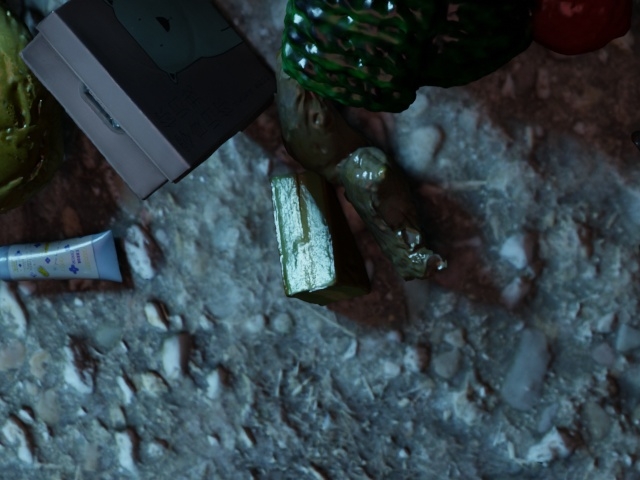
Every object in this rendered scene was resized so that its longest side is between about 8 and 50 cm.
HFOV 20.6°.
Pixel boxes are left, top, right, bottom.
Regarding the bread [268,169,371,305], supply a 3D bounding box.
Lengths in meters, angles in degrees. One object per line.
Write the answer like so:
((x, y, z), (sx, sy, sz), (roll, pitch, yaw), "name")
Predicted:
((-0.001, -0.005, 1.953), (0.074, 0.084, 0.139), (-17, 74, 25), "bread")

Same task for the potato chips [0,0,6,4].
((-0.398, -0.222, 1.995), (0.037, 0.026, 0.204), (37, 119, 4), "potato chips")

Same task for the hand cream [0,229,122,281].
((-0.316, 0.024, 2.057), (0.170, 0.043, 0.065), (-3, 110, 18), "hand cream")

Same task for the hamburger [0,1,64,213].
((-0.421, -0.153, 1.945), (0.284, 0.134, 0.265), (3, 126, 5), "hamburger")

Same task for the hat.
((0.139, -0.241, 1.696), (0.332, 0.242, 0.274), (14, 129, -1), "hat")

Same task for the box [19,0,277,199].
((-0.174, -0.174, 1.833), (0.215, 0.215, 0.086), (49, 129, -5), "box")

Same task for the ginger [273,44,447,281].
((0.030, -0.080, 1.865), (0.084, 0.122, 0.290), (-35, 97, -8), "ginger")

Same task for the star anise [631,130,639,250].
((0.452, -0.039, 1.731), (0.315, 0.108, 0.315), (7, 111, 19), "star anise")
